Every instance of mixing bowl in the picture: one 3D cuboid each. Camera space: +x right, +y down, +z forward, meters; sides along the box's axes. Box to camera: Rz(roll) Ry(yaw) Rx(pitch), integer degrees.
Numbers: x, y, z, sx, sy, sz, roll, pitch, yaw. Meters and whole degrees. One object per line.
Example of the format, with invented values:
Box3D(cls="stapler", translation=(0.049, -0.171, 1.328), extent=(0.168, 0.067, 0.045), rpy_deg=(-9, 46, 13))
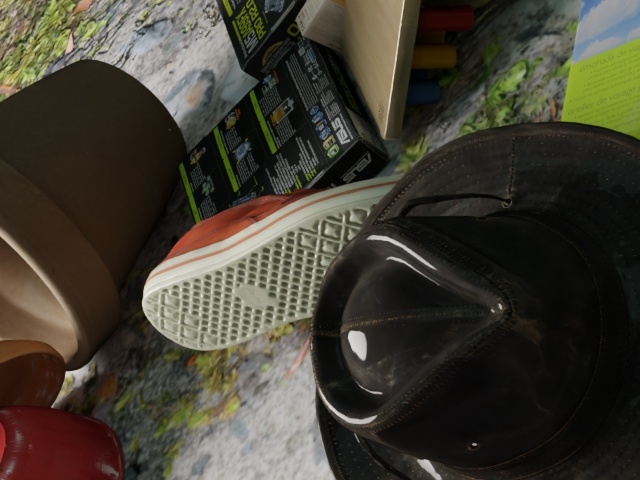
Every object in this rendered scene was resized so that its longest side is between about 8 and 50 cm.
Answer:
Box3D(cls="mixing bowl", translation=(-0.271, 0.211, 1.473), extent=(0.181, 0.098, 0.181), rpy_deg=(-24, 45, 26))

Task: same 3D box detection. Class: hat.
Box3D(cls="hat", translation=(0.089, 0.054, 1.069), extent=(0.331, 0.134, 0.331), rpy_deg=(-16, 66, 38))

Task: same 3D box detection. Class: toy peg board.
Box3D(cls="toy peg board", translation=(0.080, -0.193, 1.421), extent=(0.161, 0.079, 0.160), rpy_deg=(-110, 22, -53))

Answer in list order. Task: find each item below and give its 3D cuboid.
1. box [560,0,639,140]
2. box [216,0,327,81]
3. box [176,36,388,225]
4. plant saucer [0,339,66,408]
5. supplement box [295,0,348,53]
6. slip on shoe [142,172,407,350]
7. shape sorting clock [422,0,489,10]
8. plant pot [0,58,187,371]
Box3D(cls="box", translation=(0.233, -0.135, 1.224), extent=(0.109, 0.042, 0.178), rpy_deg=(-18, 47, 42))
Box3D(cls="box", translation=(-0.016, -0.295, 1.648), extent=(0.216, 0.060, 0.270), rpy_deg=(-50, 32, 20))
Box3D(cls="box", translation=(-0.039, -0.069, 1.509), extent=(0.184, 0.045, 0.190), rpy_deg=(-46, 34, 17))
Box3D(cls="plant saucer", translation=(-0.319, 0.157, 1.529), extent=(0.200, 0.200, 0.037), rpy_deg=(-47, 70, 11))
Box3D(cls="supplement box", translation=(0.030, -0.218, 1.520), extent=(0.098, 0.062, 0.036), rpy_deg=(-55, 29, 24))
Box3D(cls="slip on shoe", translation=(0.000, 0.000, 1.322), extent=(0.331, 0.123, 0.101), rpy_deg=(-17, 36, 38))
Box3D(cls="shape sorting clock", translation=(0.152, -0.284, 1.464), extent=(0.206, 0.040, 0.206), rpy_deg=(-44, 30, 34))
Box3D(cls="plant pot", translation=(-0.252, -0.046, 1.601), extent=(0.263, 0.263, 0.229), rpy_deg=(-2, 42, 51))
